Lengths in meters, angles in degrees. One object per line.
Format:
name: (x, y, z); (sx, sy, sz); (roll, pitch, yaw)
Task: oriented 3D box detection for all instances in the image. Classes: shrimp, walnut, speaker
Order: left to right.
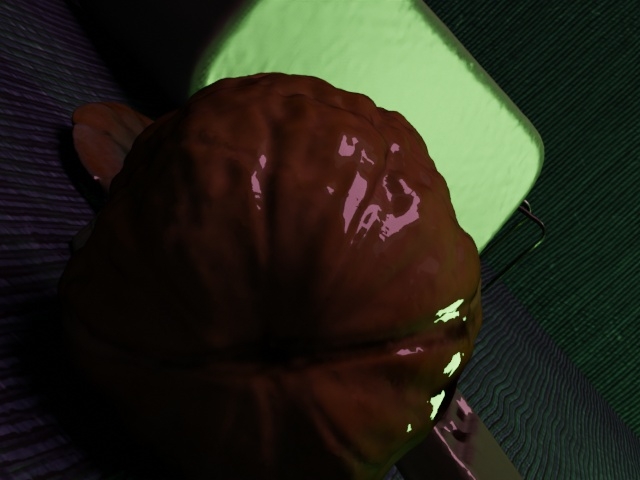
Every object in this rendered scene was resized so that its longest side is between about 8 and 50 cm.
shrimp: (-0.056, 0.005, 0.807); (0.217, 0.051, 0.150); (46, 12, 15)
walnut: (-0.018, 0.015, 0.575); (0.155, 0.155, 0.184); (48, 8, -7)
speaker: (-0.003, -0.123, 1.220); (0.184, 0.183, 0.406); (41, 2, 39)

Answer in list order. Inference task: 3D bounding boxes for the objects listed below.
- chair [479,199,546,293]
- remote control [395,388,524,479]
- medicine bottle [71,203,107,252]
chair: (0.106, -0.051, 1.628); (0.221, 0.145, 0.140); (47, 7, -6)
remote control: (0.097, 0.159, 0.776); (0.285, 0.038, 0.123); (55, 11, -3)
medicine bottle: (-0.063, -0.011, 0.676); (0.047, 0.083, 0.047); (47, 7, -8)
